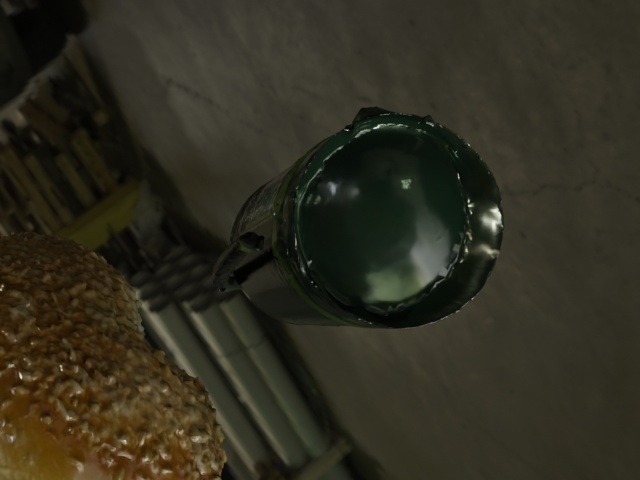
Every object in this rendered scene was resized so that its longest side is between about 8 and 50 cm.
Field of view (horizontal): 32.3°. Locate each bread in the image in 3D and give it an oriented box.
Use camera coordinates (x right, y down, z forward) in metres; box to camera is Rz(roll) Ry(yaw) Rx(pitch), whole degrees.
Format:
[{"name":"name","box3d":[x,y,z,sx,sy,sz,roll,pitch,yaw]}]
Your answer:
[{"name":"bread","box3d":[-0.196,0.091,0.716,0.192,0.171,0.314,36,-165,-42]}]

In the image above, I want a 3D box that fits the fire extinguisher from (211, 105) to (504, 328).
[{"name":"fire extinguisher","box3d":[0.000,0.000,0.587,0.093,0.118,0.294,63,168,-2]}]
